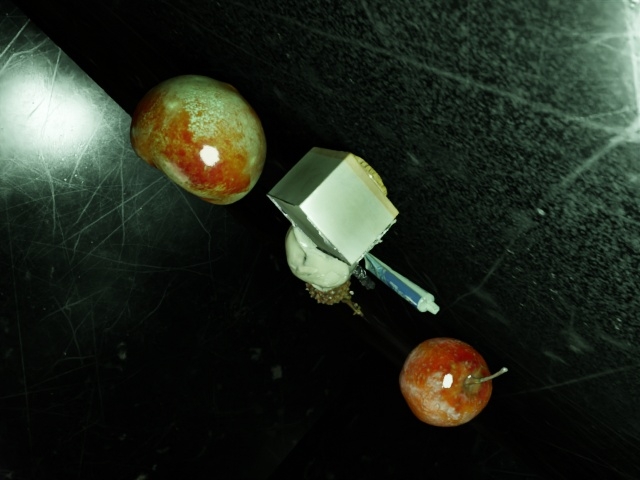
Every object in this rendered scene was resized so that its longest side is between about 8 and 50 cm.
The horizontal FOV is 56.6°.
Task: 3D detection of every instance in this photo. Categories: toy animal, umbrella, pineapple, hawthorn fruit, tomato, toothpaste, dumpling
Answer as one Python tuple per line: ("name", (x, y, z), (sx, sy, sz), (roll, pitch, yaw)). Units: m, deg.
("toy animal", (0.113, 0.245, 2.486), (0.149, 0.054, 0.275), (35, 167, 19))
("umbrella", (0.123, 0.105, 1.787), (0.144, 0.037, 0.040), (46, -176, -47))
("pineapple", (0.022, 0.123, 1.959), (0.166, 0.166, 0.193), (39, 164, 19))
("hawthorn fruit", (0.318, 0.364, 1.534), (0.231, 0.235, 0.263), (36, 178, 24))
("tomato", (-0.228, -0.206, 1.170), (0.270, 0.222, 0.270), (31, 178, 1))
("toothpaste", (0.192, 0.103, 1.459), (0.069, 0.047, 0.268), (32, -176, -45))
("dumpling", (0.000, 0.000, 1.554), (0.318, 0.187, 0.242), (74, -172, -60))

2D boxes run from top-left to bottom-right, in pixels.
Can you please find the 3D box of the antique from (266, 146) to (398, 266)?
("antique", (0.026, -0.064, 0.995), (0.152, 0.148, 0.147), (47, 169, -28))
